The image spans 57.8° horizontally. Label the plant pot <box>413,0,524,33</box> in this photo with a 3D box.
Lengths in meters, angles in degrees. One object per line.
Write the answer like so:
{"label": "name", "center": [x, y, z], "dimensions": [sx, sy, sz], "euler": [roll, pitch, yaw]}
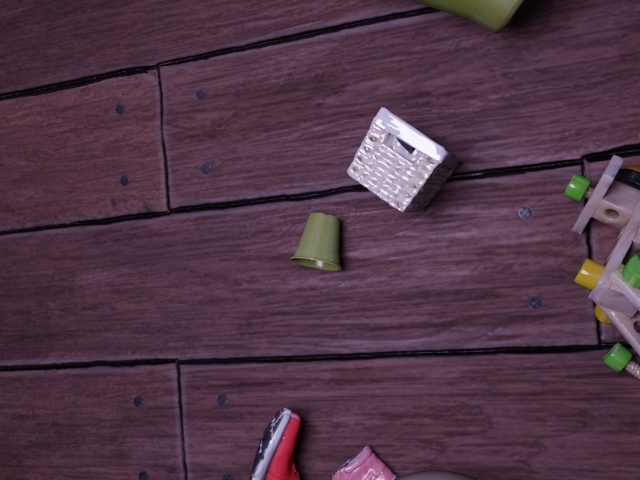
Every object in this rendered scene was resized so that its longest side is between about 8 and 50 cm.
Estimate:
{"label": "plant pot", "center": [0.167, -0.470, 0.762], "dimensions": [0.353, 0.366, 0.367], "euler": [35, 98, 2]}

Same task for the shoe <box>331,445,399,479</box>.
{"label": "shoe", "center": [0.037, 0.403, 0.900], "dimensions": [0.178, 0.063, 0.081], "euler": [-44, 76, 6]}

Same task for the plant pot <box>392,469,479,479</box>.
{"label": "plant pot", "center": [0.169, 0.436, 0.787], "dimensions": [0.284, 0.191, 0.284], "euler": [0, 89, 15]}

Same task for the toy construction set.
{"label": "toy construction set", "center": [0.389, 0.006, 0.695], "dimensions": [0.237, 0.309, 0.257], "euler": [38, 91, 19]}

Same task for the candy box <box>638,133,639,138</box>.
{"label": "candy box", "center": [0.554, -0.136, 0.777], "dimensions": [0.205, 0.027, 0.105], "euler": [-21, 85, 15]}

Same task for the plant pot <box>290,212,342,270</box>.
{"label": "plant pot", "center": [0.000, 0.000, 0.918], "dimensions": [0.083, 0.083, 0.079], "euler": [8, 77, 17]}

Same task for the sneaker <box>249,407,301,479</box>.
{"label": "sneaker", "center": [-0.057, 0.402, 0.922], "dimensions": [0.118, 0.107, 0.279], "euler": [11, 95, -2]}

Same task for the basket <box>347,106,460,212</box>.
{"label": "basket", "center": [0.121, -0.109, 0.835], "dimensions": [0.113, 0.167, 0.103], "euler": [37, 103, 14]}
